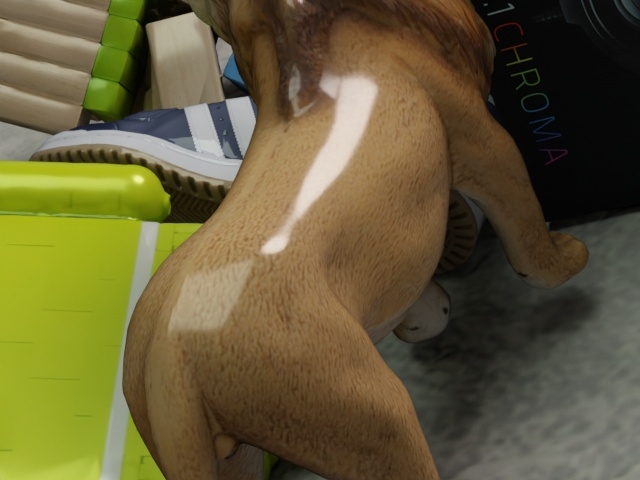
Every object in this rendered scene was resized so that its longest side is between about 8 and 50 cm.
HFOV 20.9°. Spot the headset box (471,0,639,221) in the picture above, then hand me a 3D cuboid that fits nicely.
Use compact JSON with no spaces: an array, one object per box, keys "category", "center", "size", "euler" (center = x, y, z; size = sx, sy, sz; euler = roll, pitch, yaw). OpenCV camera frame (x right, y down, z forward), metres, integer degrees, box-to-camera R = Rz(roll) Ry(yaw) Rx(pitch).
[{"category":"headset box","center":[0.208,-0.164,0.820],"size":[0.283,0.246,0.131],"euler":[-12,33,21]}]

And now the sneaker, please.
[{"category":"sneaker","center":[-0.019,-0.059,0.970],"size":[0.282,0.099,0.153],"euler":[3,45,29]}]

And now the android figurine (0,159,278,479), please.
[{"category":"android figurine","center":[-0.125,0.060,0.825],"size":[0.273,0.056,0.248],"euler":[2,47,4]}]

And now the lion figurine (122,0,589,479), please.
[{"category":"lion figurine","center":[0.000,0.000,0.704],"size":[0.142,0.240,0.392],"euler":[-20,34,24]}]

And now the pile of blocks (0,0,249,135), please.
[{"category":"pile of blocks","center":[-0.047,-0.129,1.124],"size":[0.362,0.149,0.112],"euler":[-10,-10,9]}]
